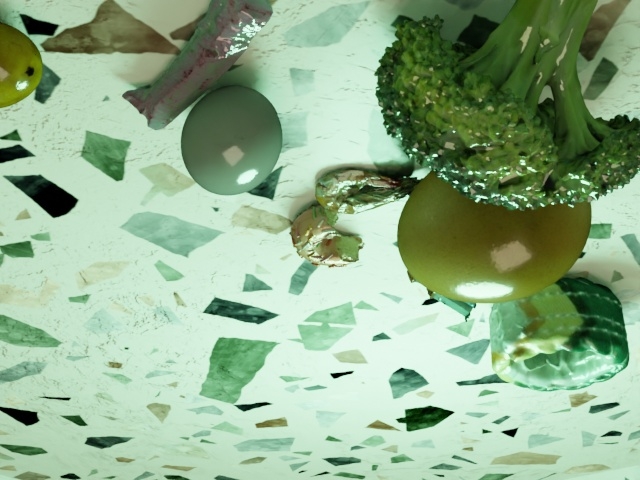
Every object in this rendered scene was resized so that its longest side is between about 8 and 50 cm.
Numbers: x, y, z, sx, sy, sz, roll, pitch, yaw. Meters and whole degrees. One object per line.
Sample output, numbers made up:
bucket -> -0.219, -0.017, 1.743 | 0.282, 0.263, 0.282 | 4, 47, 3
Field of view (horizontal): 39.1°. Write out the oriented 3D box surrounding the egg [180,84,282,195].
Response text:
egg -> -0.132, -0.142, 1.323 | 0.146, 0.146, 0.198 | 12, 153, -18

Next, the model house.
model house -> 0.242, 0.068, 1.720 | 0.149, 0.119, 0.148 | 25, 171, 4

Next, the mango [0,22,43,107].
mango -> -0.477, -0.233, 1.228 | 0.228, 0.099, 0.136 | -5, 153, 24

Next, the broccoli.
broccoli -> 0.248, -0.167, 1.148 | 0.375, 0.249, 0.302 | 26, 142, 4

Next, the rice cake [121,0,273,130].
rice cake -> -0.175, -0.246, 1.247 | 0.081, 0.051, 0.290 | 23, 141, -33

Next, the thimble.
thimble -> 0.479, 0.193, 1.845 | 0.288, 0.167, 0.254 | 15, 145, -24

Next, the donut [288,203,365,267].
donut -> 0.000, 0.000, 1.630 | 0.117, 0.065, 0.166 | -16, 143, 23

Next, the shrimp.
shrimp -> 0.083, -0.084, 1.518 | 0.190, 0.042, 0.101 | -6, 140, 11

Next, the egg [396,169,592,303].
egg -> 0.265, -0.024, 1.415 | 0.250, 0.250, 0.322 | 27, 142, -36
